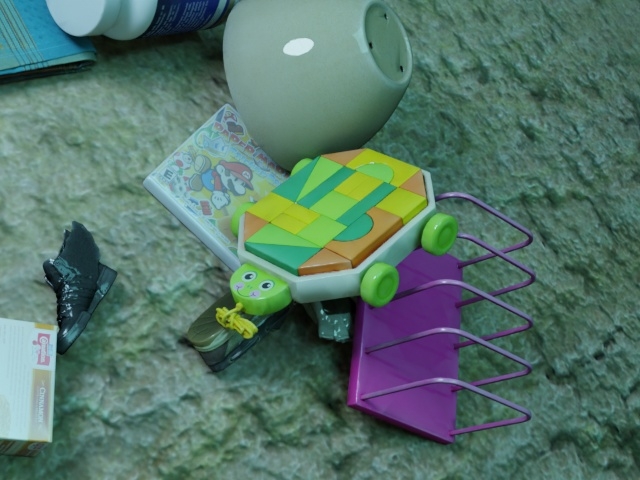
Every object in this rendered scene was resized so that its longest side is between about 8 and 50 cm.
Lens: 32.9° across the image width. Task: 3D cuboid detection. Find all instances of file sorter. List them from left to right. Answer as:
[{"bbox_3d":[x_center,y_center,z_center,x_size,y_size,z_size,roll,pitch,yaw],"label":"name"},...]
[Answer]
[{"bbox_3d":[0.182,0.106,1.509,0.202,0.182,0.291,27,57,-35],"label":"file sorter"}]

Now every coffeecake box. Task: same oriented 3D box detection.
[{"bbox_3d":[-0.397,0.159,1.215,0.185,0.068,0.142,11,60,-28],"label":"coffeecake box"}]

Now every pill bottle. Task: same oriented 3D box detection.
[{"bbox_3d":[-0.248,-0.363,1.530,0.264,0.153,0.153,-23,78,-49],"label":"pill bottle"}]

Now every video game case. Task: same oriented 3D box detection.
[{"bbox_3d":[-0.111,-0.064,1.558,0.227,0.026,0.206,44,49,-5],"label":"video game case"}]

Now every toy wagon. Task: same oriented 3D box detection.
[{"bbox_3d":[0.000,0.000,1.425,0.267,0.068,0.344,25,51,38],"label":"toy wagon"}]

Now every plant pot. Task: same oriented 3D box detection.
[{"bbox_3d":[0.023,-0.258,1.585,0.284,0.191,0.284,27,56,-48],"label":"plant pot"}]

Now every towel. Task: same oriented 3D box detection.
[{"bbox_3d":[-0.491,-0.370,1.475,0.271,0.040,0.370,-19,74,-40],"label":"towel"}]

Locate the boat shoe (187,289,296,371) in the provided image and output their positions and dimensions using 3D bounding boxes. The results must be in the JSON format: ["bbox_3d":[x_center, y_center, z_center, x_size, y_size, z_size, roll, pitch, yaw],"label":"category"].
[{"bbox_3d":[-0.081,0.091,1.454,0.223,0.080,0.073,-38,126,-30],"label":"boat shoe"}]

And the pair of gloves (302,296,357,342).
[{"bbox_3d":[0.065,0.052,1.581,0.240,0.042,0.204,2,67,-38],"label":"pair of gloves"}]

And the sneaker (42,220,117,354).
[{"bbox_3d":[-0.313,0.057,1.343,0.089,0.051,0.170,36,46,-11],"label":"sneaker"}]
